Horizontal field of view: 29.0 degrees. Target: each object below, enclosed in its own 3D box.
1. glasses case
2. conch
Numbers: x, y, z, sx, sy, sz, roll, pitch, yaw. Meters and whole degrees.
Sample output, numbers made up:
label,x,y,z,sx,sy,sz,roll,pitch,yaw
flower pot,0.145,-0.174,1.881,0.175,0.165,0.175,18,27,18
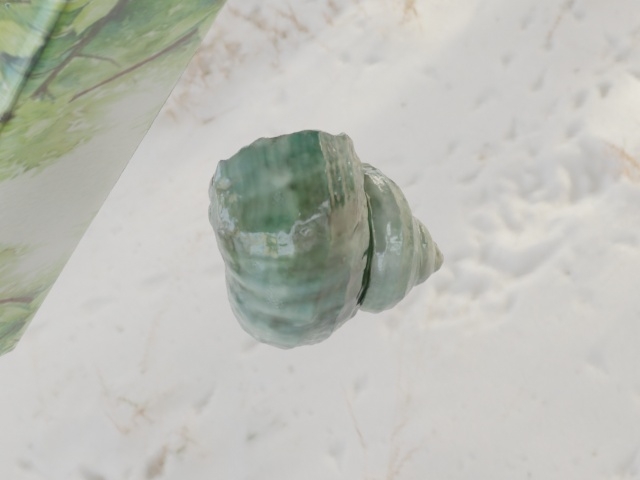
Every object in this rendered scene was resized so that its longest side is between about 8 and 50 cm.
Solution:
label,x,y,z,sx,sy,sz,roll,pitch,yaw
glasses case,-0.103,-0.049,0.416,0.062,0.272,0.095,45,33,11
conch,0.000,0.000,1.124,0.220,0.277,0.195,-59,36,22
